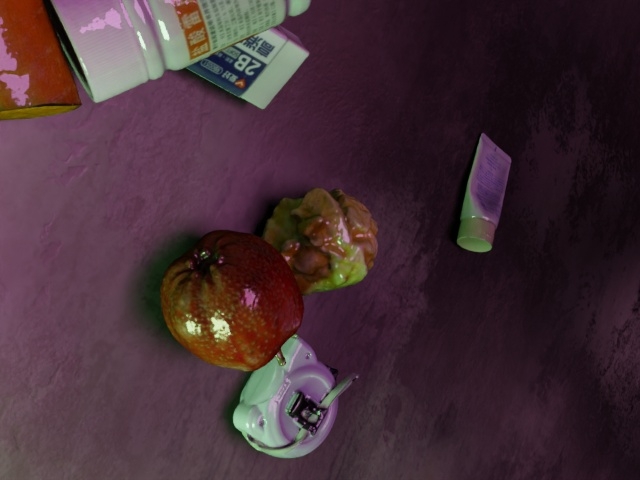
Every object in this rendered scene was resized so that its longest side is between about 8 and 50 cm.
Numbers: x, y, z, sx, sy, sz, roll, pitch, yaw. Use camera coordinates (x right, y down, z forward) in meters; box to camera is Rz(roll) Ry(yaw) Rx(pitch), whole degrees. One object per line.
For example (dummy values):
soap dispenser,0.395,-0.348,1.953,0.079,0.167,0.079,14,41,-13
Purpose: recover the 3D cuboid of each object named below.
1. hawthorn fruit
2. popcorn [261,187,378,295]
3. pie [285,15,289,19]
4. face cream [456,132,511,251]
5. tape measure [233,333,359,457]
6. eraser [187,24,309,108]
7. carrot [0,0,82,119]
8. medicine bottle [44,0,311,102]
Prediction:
hawthorn fruit,-0.122,0.108,1.575,0.205,0.205,0.253,-52,134,-24
popcorn,0.000,-0.001,1.679,0.187,0.185,0.167,-9,85,-33
pie,-0.114,-0.436,1.588,0.240,0.054,0.240,-7,100,-40
face cream,0.326,-0.091,2.054,0.114,0.070,0.224,34,61,-41
tape measure,-0.043,0.268,1.728,0.178,0.105,0.196,37,70,-40
eraser,-0.132,-0.293,1.554,0.210,0.068,0.124,24,114,-43
carrot,-0.430,-0.269,1.225,0.214,0.193,0.331,-44,126,-51
medicine bottle,-0.190,-0.328,1.339,0.316,0.202,0.202,-27,117,-10
